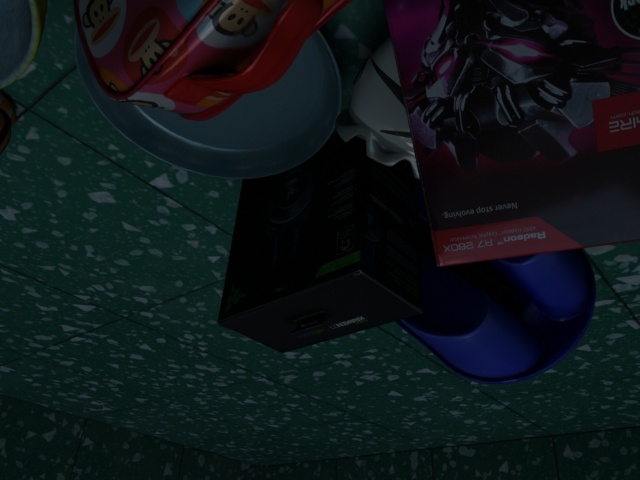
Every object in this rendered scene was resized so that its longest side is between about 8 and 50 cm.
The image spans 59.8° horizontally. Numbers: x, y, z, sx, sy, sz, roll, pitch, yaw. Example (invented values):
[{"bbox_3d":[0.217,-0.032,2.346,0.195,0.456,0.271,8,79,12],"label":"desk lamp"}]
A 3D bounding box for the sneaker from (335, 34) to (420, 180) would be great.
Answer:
[{"bbox_3d":[0.190,-0.113,0.596,0.331,0.122,0.146,23,131,-4],"label":"sneaker"}]

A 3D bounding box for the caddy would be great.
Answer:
[{"bbox_3d":[0.204,0.042,0.781,0.241,0.341,0.179,-50,129,0],"label":"caddy"}]

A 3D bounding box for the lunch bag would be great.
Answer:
[{"bbox_3d":[-0.068,-0.231,0.411,0.293,0.258,0.120,-30,160,32],"label":"lunch bag"}]

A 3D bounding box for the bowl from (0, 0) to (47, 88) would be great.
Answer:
[{"bbox_3d":[-0.371,-0.284,0.480,0.290,0.155,0.289,3,148,2],"label":"bowl"}]

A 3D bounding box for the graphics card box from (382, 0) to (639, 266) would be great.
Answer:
[{"bbox_3d":[0.181,-0.171,0.467,0.233,0.094,0.370,-8,105,20],"label":"graphics card box"}]

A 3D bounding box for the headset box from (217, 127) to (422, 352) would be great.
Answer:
[{"bbox_3d":[0.000,0.000,0.765,0.247,0.282,0.131,-22,139,36],"label":"headset box"}]

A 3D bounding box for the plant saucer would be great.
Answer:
[{"bbox_3d":[-0.131,-0.197,0.681,0.318,0.043,0.317,5,145,4],"label":"plant saucer"}]

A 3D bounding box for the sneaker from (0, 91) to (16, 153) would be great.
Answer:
[{"bbox_3d":[-0.580,-0.142,0.702,0.322,0.180,0.124,8,147,-6],"label":"sneaker"}]
